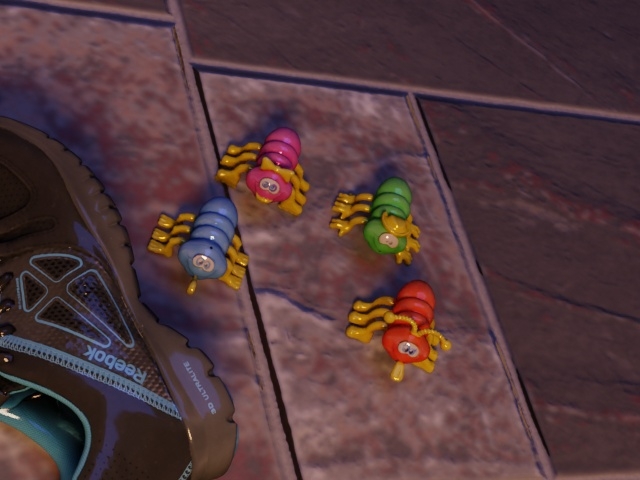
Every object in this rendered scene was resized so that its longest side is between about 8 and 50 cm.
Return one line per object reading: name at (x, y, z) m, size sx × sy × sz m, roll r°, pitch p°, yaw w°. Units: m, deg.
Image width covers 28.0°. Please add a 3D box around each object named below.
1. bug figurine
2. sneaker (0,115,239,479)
bug figurine at (0.000, 0.000, 1.127) m, size 0.279 × 0.072 × 0.216 m, roll 23°, pitch 46°, yaw -13°
sneaker at (-0.201, 0.048, 0.933) m, size 0.140 × 0.125 × 0.341 m, roll -25°, pitch 68°, yaw -36°
